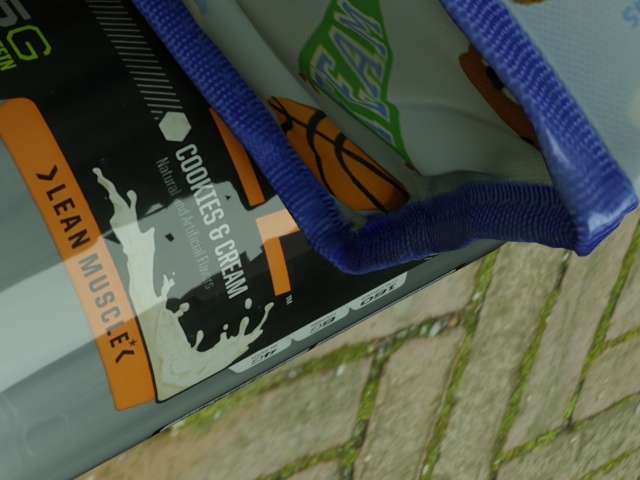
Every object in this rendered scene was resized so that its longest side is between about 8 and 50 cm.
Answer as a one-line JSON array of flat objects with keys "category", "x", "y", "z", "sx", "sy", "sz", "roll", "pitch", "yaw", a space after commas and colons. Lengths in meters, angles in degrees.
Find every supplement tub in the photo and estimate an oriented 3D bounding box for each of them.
[{"category": "supplement tub", "x": -0.047, "y": -0.044, "z": 0.678, "sx": 0.316, "sy": 0.193, "sz": 0.193, "roll": -28, "pitch": 144, "yaw": -19}]

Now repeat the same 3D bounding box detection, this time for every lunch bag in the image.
[{"category": "lunch bag", "x": 0.033, "y": -0.235, "z": 0.515, "sx": 0.328, "sy": 0.385, "sz": 0.239, "roll": -41, "pitch": -171, "yaw": -18}]
